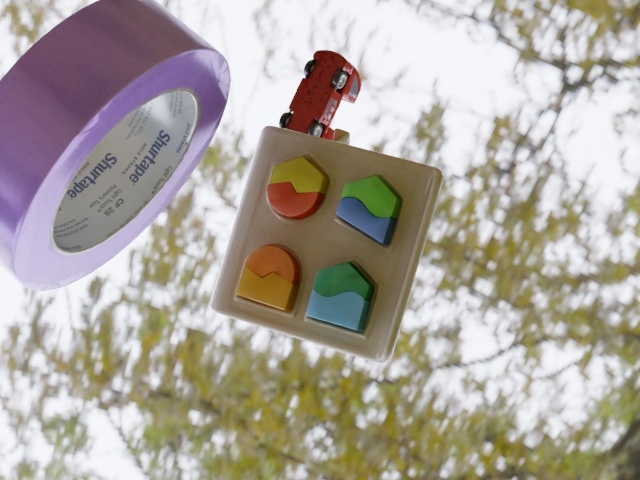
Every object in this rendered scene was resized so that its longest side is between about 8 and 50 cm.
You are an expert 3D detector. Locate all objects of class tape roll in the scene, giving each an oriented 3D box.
[{"bbox_3d":[-0.206,-0.087,1.467,0.090,0.275,0.275,39,-131,14],"label":"tape roll"}]

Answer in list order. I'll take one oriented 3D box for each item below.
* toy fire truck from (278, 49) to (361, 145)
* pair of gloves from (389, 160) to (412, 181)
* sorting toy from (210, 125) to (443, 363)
[{"bbox_3d":[0.000,-0.102,1.784,0.047,0.135,0.192,23,-95,28],"label":"toy fire truck"},{"bbox_3d":[0.080,-0.036,1.590,0.010,0.074,0.083,13,-157,19],"label":"pair of gloves"},{"bbox_3d":[0.000,0.000,1.550,0.208,0.193,0.038,16,179,27],"label":"sorting toy"}]
